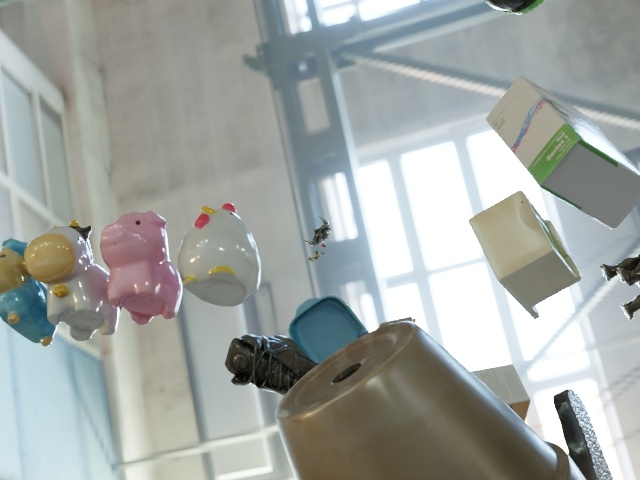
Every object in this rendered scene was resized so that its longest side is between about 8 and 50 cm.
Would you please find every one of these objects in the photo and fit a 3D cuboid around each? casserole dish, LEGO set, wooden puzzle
[{"bbox_3d":[0.029,0.176,2.024,0.114,0.188,0.037,-36,1,5],"label":"casserole dish"},{"bbox_3d":[0.002,0.000,1.952,0.054,0.023,0.083,-38,-39,-21],"label":"LEGO set"},{"bbox_3d":[0.105,0.145,1.941,0.116,0.014,0.078,-13,-21,-27],"label":"wooden puzzle"}]

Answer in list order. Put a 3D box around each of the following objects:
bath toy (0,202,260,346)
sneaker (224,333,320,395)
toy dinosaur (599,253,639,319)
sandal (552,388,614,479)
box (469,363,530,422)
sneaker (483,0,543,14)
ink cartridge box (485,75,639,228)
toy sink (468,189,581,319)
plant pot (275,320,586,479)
[{"bbox_3d":[-0.235,0.026,1.500,0.348,0.129,0.151,-11,-39,21],"label":"bath toy"},{"bbox_3d":[-0.059,0.200,1.795,0.130,0.087,0.227,6,17,-36],"label":"sneaker"},{"bbox_3d":[0.540,0.042,1.892,0.160,0.121,0.313,-29,-12,-10],"label":"toy dinosaur"},{"bbox_3d":[0.379,0.334,1.749,0.054,0.254,0.097,-30,-44,22],"label":"sandal"},{"bbox_3d":[0.272,0.307,2.186,0.170,0.091,0.130,-9,-46,-12],"label":"box"},{"bbox_3d":[0.138,-0.479,1.364,0.202,0.483,0.185,-26,14,-32],"label":"sneaker"},{"bbox_3d":[0.460,-0.169,2.294,0.201,0.278,0.117,26,-69,-29],"label":"ink cartridge box"},{"bbox_3d":[0.409,0.030,2.384,0.131,0.153,0.234,-31,-35,13],"label":"toy sink"},{"bbox_3d":[0.100,0.257,1.371,0.323,0.280,0.323,-33,8,6],"label":"plant pot"}]
